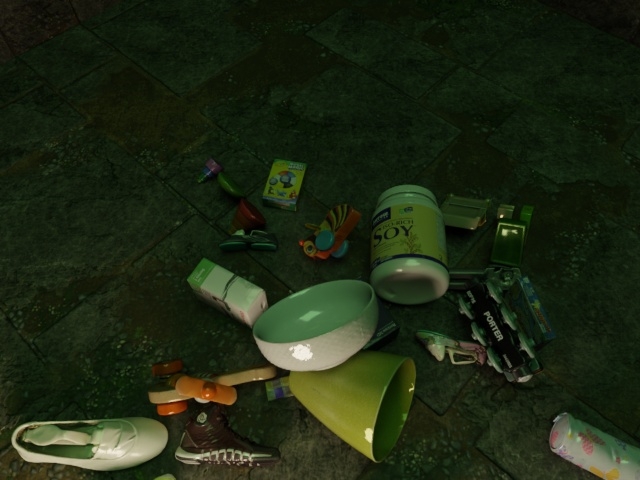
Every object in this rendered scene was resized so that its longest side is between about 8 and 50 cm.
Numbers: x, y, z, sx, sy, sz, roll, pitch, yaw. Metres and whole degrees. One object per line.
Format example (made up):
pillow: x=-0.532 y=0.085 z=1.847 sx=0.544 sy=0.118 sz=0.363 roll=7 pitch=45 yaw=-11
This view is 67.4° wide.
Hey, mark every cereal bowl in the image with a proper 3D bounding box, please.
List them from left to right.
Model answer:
cereal bowl: x=0.001 y=0.238 z=1.272 sx=0.339 sy=0.339 sz=0.141 roll=-24 pitch=106 yaw=-14

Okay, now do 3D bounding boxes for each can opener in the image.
can opener: x=0.516 y=0.120 z=1.587 sx=0.284 sy=0.095 sz=0.075 roll=0 pitch=103 yaw=4

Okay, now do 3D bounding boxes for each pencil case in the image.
pencil case: x=0.764 y=0.570 z=1.283 sx=0.273 sy=0.113 sz=0.124 roll=23 pitch=51 yaw=13

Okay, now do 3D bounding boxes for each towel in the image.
towel: x=-0.118 y=0.434 z=1.413 sx=0.084 sy=0.009 sz=0.060 roll=-11 pitch=60 yaw=-8

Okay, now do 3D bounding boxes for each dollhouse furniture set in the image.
dollhouse furniture set: x=0.561 y=-0.044 z=1.669 sx=0.302 sy=0.151 sz=0.197 roll=12 pitch=30 yaw=25

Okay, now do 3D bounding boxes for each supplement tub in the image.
supplement tub: x=0.279 y=0.012 z=1.533 sx=0.241 sy=0.241 sz=0.331 roll=4 pitch=55 yaw=2

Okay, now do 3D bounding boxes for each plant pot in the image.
plant pot: x=0.070 y=0.403 z=1.307 sx=0.294 sy=0.274 sz=0.274 roll=14 pitch=58 yaw=29

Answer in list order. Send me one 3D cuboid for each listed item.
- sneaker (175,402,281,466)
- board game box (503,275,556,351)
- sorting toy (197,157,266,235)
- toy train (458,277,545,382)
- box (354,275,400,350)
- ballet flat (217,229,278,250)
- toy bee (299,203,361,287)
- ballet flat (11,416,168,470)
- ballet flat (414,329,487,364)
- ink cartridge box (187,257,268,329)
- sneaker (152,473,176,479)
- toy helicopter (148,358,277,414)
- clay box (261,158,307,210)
sneaker: x=-0.244 y=0.521 z=1.308 sx=0.282 sy=0.106 sz=0.162 roll=2 pitch=56 yaw=1
board game box: x=0.637 y=0.229 z=1.473 sx=0.035 sy=0.136 sz=0.201 roll=-9 pitch=59 yaw=-7
sorting toy: x=-0.343 y=-0.147 z=1.729 sx=0.126 sy=0.127 sz=0.365 roll=-45 pitch=62 yaw=9
toy train: x=0.536 y=0.266 z=1.427 sx=0.142 sy=0.190 sz=0.333 roll=-35 pitch=52 yaw=20
box: x=0.120 y=0.242 z=1.475 sx=0.153 sy=0.108 sz=0.207 roll=-30 pitch=63 yaw=-18
ballet flat: x=-0.246 y=-0.002 z=1.642 sx=0.204 sy=0.074 sz=0.074 roll=0 pitch=59 yaw=-8
toy bee: x=0.000 y=0.000 z=1.593 sx=0.298 sy=0.195 sz=0.162 roll=-47 pitch=45 yaw=-13
ballet flat: x=-0.621 y=0.534 z=1.278 sx=0.401 sy=0.139 sz=0.139 roll=0 pitch=59 yaw=-1
ballet flat: x=0.393 y=0.330 z=1.449 sx=0.222 sy=0.076 sz=0.079 roll=13 pitch=63 yaw=2
ink cartridge box: x=-0.282 y=0.168 z=1.485 sx=0.220 sy=0.160 sz=0.092 roll=26 pitch=63 yaw=15
sneaker: x=-0.470 y=0.696 z=1.205 sx=0.240 sy=0.091 sz=0.126 roll=-23 pitch=62 yaw=-15
toy helicopter: x=-0.288 y=0.388 z=1.327 sx=0.356 sy=0.235 sz=0.140 roll=-6 pitch=84 yaw=-21
clay box: x=-0.128 y=-0.220 z=1.783 sx=0.128 sy=0.053 sz=0.221 roll=10 pitch=60 yaw=5
